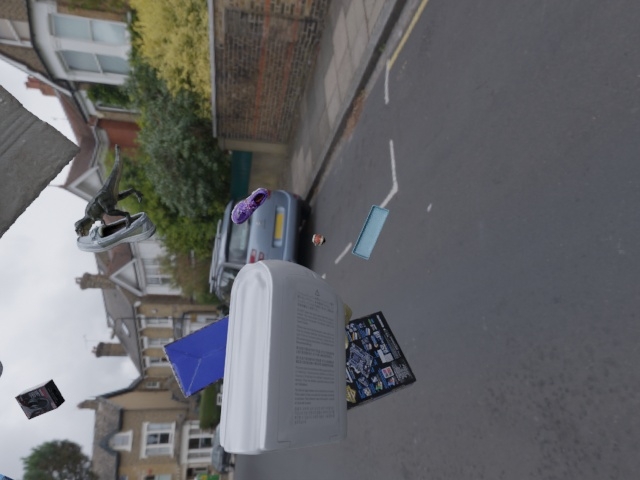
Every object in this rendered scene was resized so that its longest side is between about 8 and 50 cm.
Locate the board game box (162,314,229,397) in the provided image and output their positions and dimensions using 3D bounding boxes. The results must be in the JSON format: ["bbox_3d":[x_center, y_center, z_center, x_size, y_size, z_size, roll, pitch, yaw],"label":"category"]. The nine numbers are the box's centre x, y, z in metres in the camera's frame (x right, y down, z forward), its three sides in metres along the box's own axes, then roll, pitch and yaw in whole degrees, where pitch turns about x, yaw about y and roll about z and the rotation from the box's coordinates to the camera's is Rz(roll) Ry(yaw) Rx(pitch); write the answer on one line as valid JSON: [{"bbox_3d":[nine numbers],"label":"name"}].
[{"bbox_3d":[-0.295,0.318,1.157,0.141,0.232,0.291,62,158,10],"label":"board game box"}]

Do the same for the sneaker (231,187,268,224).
[{"bbox_3d":[-0.260,-0.128,1.504,0.170,0.068,0.071,-47,14,0],"label":"sneaker"}]

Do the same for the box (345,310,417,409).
[{"bbox_3d":[0.155,0.438,1.515,0.073,0.294,0.295,102,148,-55],"label":"box"}]

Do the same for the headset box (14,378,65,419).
[{"bbox_3d":[-0.621,0.353,0.916,0.032,0.084,0.062,-87,-26,-79],"label":"headset box"}]

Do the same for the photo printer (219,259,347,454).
[{"bbox_3d":[-0.051,0.192,0.718,0.107,0.256,0.307,-13,66,30],"label":"photo printer"}]

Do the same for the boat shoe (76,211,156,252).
[{"bbox_3d":[-0.834,-0.037,1.658,0.118,0.321,0.103,-98,-5,-48],"label":"boat shoe"}]

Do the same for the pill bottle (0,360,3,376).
[{"bbox_3d":[-0.893,0.326,1.047,0.086,0.152,0.085,-6,-83,-61],"label":"pill bottle"}]

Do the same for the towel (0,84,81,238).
[{"bbox_3d":[-0.616,-0.128,0.755,0.049,0.187,0.282,10,61,56],"label":"towel"}]

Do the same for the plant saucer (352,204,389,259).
[{"bbox_3d":[0.180,-0.029,1.466,0.191,0.067,0.018,-66,-25,-2],"label":"plant saucer"}]

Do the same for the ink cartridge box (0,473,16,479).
[{"bbox_3d":[-0.567,0.426,0.701,0.052,0.123,0.088,-68,-28,-42],"label":"ink cartridge box"}]

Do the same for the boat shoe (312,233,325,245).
[{"bbox_3d":[0.000,0.000,1.706,0.137,0.043,0.049,38,-116,-79],"label":"boat shoe"}]

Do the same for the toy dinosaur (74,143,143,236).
[{"bbox_3d":[-0.538,-0.104,1.075,0.268,0.118,0.064,-59,31,5],"label":"toy dinosaur"}]

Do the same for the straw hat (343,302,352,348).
[{"bbox_3d":[0.039,0.171,0.933,0.144,0.061,0.144,40,147,33],"label":"straw hat"}]
